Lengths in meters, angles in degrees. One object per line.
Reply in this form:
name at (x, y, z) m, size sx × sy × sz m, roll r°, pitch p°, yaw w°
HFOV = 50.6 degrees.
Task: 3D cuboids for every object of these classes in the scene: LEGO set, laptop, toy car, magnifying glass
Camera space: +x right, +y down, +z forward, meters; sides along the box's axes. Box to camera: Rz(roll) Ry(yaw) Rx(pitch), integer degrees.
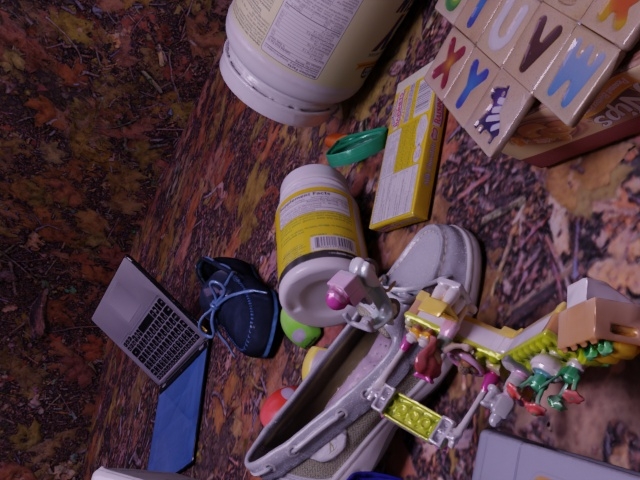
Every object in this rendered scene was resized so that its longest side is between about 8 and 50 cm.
LEGO set at (0.109, 0.094, 0.496) m, size 0.107 × 0.132 × 0.287 m, roll -52°, pitch 26°, yaw -18°
laptop at (-0.416, 0.313, 1.532) m, size 0.236 × 0.408 × 0.382 m, roll -46°, pitch 1°, yaw -40°
toy car at (-0.029, 0.153, 0.936) m, size 0.239 × 0.053 × 0.225 m, roll -53°, pitch 29°, yaw 41°
magnifying glass at (0.041, -0.138, 0.980) m, size 0.026 × 0.092 × 0.231 m, roll 65°, pitch 176°, yaw -16°

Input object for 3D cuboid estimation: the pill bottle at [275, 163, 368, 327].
pill bottle at (0.000, 0.000, 0.893) m, size 0.119 × 0.119 × 0.208 m, roll -56°, pitch 26°, yaw 36°

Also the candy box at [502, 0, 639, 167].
candy box at (0.230, -0.236, 0.552) m, size 0.183 × 0.087 × 0.316 m, roll -21°, pitch 55°, yaw 63°

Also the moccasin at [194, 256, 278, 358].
moccasin at (-0.166, 0.117, 1.210) m, size 0.138 × 0.117 × 0.342 m, roll -71°, pitch 21°, yaw 5°

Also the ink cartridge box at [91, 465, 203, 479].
ink cartridge box at (-0.085, 0.353, 0.619) m, size 0.307 × 0.129 × 0.223 m, roll 2°, pitch 72°, yaw 30°

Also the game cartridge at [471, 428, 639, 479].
game cartridge at (0.174, 0.233, 0.386) m, size 0.297 × 0.062 × 0.198 m, roll -11°, pitch 60°, yaw 66°

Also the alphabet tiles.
alphabet tiles at (0.191, -0.243, 0.514) m, size 0.342 × 0.011 × 0.285 m, roll -61°, pitch 25°, yaw 27°

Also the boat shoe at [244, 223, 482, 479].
boat shoe at (0.047, 0.116, 0.676) m, size 0.320 × 0.103 × 0.118 m, roll -57°, pitch 23°, yaw 6°

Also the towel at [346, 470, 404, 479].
towel at (0.081, 0.321, 0.397) m, size 0.227 × 0.076 × 0.308 m, roll -143°, pitch 49°, yaw -71°

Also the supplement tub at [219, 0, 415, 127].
supplement tub at (0.002, -0.353, 0.994) m, size 0.325 × 0.235 × 0.235 m, roll -55°, pitch 28°, yaw 39°

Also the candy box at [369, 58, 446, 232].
candy box at (0.112, -0.116, 0.832) m, size 0.105 × 0.027 × 0.206 m, roll 159°, pitch 125°, yaw -67°
